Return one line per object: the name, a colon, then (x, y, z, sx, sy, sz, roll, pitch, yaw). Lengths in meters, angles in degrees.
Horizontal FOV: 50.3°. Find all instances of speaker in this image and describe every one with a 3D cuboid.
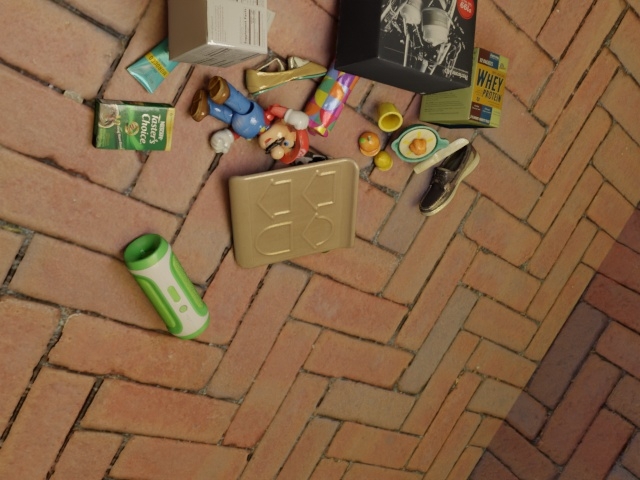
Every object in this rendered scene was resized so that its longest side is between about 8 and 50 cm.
speaker: (-0.399, 0.126, 1.794, 0.131, 0.131, 0.297, -35, 129, -15)

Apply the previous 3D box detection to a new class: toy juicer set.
toy juicer set: (0.265, -0.264, 2.028, 0.328, 0.090, 0.209, 18, 131, -29)

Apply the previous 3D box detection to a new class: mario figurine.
mario figurine: (-0.158, -0.276, 1.715, 0.320, 0.198, 0.170, 22, 87, -36)

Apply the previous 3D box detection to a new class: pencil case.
pencil case: (0.030, -0.393, 1.845, 0.104, 0.104, 0.236, 25, 100, -41)

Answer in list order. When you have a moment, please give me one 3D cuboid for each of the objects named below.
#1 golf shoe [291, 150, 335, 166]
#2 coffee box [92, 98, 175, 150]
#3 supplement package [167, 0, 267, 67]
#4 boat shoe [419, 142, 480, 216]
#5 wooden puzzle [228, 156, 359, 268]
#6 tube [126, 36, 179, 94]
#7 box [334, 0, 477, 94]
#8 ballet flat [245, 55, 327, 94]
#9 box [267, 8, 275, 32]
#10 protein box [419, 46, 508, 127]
golf shoe: (0.007, -0.202, 1.931, 0.198, 0.094, 0.077, 12, 105, -40)
coffee box: (-0.439, -0.271, 1.611, 0.184, 0.040, 0.113, -2, 114, -35)
supplement package: (-0.226, -0.525, 1.469, 0.145, 0.204, 0.262, -2, 93, -35)
boat shoe: (0.406, -0.206, 2.211, 0.285, 0.102, 0.092, -49, 126, -9)
wooden puzzle: (-0.075, -0.084, 1.888, 0.347, 0.081, 0.322, -9, 133, -12)
tube: (-0.348, -0.439, 1.587, 0.207, 0.052, 0.080, -44, 119, -2)
box: (0.229, -0.572, 1.771, 0.343, 0.178, 0.313, 4, 91, -37)
ballet flat: (-0.086, -0.437, 1.753, 0.232, 0.080, 0.073, -23, 110, -26)
box: (-0.180, -0.519, 1.622, 0.087, 0.101, 0.102, 15, 104, -40)
protein box: (0.417, -0.439, 1.993, 0.135, 0.199, 0.201, 6, 93, -37)
